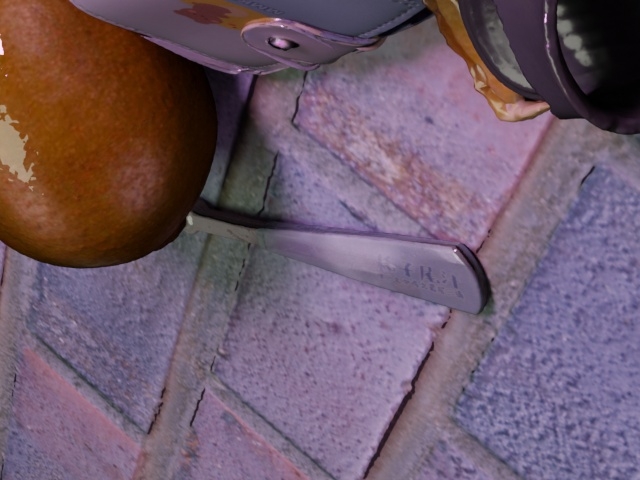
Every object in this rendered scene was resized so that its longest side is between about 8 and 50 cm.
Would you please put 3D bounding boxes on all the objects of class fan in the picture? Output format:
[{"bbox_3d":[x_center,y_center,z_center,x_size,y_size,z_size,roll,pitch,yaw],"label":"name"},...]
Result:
[{"bbox_3d":[0.000,0.000,1.296,0.282,0.023,0.057,14,138,40],"label":"fan"}]

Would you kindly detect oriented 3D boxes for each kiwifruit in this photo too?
[{"bbox_3d":[-0.168,-0.089,1.236,0.196,0.196,0.234,-8,123,54],"label":"kiwifruit"}]

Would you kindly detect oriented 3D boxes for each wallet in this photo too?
[{"bbox_3d":[-0.042,-0.154,1.076,0.170,0.069,0.231,19,168,-24],"label":"wallet"}]

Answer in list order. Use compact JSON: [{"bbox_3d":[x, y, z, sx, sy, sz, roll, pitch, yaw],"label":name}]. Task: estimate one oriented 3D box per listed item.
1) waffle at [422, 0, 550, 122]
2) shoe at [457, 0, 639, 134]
[{"bbox_3d":[0.095,-0.215,0.868,0.213,0.091,0.308,-13,117,55],"label":"waffle"},{"bbox_3d":[0.131,-0.100,0.785,0.241,0.093,0.108,-10,121,51],"label":"shoe"}]
